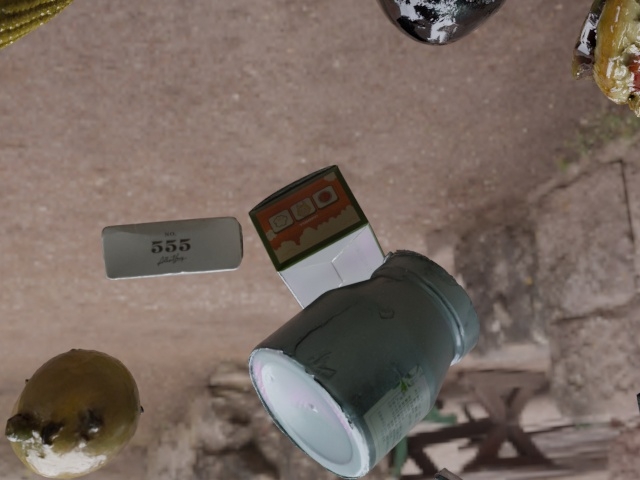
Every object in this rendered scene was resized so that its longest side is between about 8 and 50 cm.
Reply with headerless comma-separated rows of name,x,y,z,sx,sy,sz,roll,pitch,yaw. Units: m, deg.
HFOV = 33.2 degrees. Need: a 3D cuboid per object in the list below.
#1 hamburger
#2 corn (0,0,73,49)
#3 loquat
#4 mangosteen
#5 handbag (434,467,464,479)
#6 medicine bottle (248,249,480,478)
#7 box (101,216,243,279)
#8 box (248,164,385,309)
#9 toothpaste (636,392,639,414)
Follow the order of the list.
hamburger,0.371,-0.223,1.062,0.163,0.244,0.244,35,175,22
corn,-0.435,-0.285,1.310,0.144,0.144,0.387,-15,-157,33
loquat,-0.316,0.221,1.354,0.172,0.149,0.204,-39,168,23
mangosteen,0.178,-0.407,1.527,0.243,0.242,0.243,-3,162,-1
handbag,0.272,0.420,1.647,0.221,0.057,0.144,26,170,16
medicine bottle,0.074,0.171,1.604,0.290,0.245,0.245,-40,180,-28
box,-0.184,0.009,1.392,0.168,0.071,0.259,-5,-178,-4
box,0.000,0.000,1.874,0.178,0.148,0.195,-29,149,1
toothpaste,0.364,0.205,1.173,0.020,0.083,0.017,15,146,-26
